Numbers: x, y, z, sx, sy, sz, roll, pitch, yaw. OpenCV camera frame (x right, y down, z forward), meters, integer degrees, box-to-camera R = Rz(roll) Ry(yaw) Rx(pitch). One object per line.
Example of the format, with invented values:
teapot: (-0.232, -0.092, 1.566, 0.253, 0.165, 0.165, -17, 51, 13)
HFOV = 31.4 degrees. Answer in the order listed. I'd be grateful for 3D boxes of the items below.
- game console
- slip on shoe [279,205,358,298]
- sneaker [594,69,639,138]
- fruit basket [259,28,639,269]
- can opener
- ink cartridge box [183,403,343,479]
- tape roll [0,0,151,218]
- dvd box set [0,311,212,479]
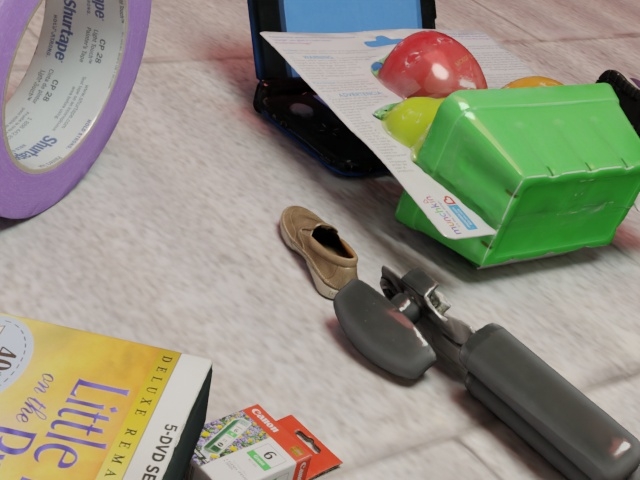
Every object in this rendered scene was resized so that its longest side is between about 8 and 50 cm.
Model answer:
game console: (0.077, -0.217, 1.315, 0.293, 0.173, 0.250, -12, 39, -38)
slip on shoe: (0.000, 0.000, 1.042, 0.051, 0.041, 0.135, 3, 32, -21)
sneaker: (0.436, -0.126, 1.401, 0.124, 0.107, 0.283, 13, 29, -15)
fruit basket: (0.150, -0.120, 1.187, 0.327, 0.165, 0.353, -9, 38, -35)
can opener: (0.128, 0.113, 0.901, 0.093, 0.074, 0.280, -42, 53, -16)
ink cartridge box: (-0.042, 0.146, 0.787, 0.115, 0.029, 0.063, -16, 41, -40)
tape roll: (-0.249, -0.160, 0.964, 0.090, 0.275, 0.275, 22, 30, 12)
dvd box set: (-0.298, 0.127, 0.641, 0.420, 0.062, 0.308, 13, 30, 4)
